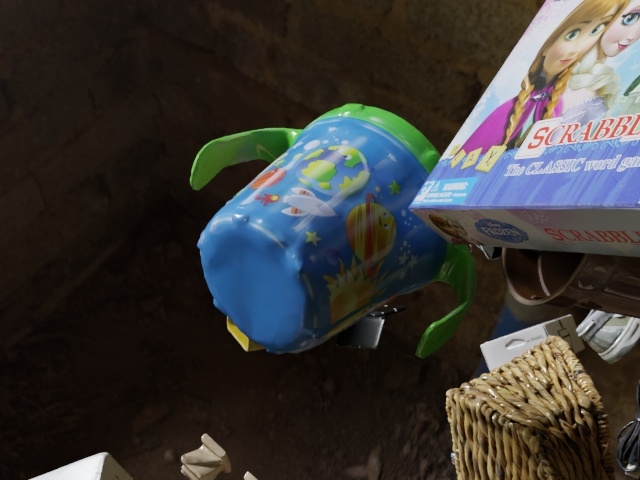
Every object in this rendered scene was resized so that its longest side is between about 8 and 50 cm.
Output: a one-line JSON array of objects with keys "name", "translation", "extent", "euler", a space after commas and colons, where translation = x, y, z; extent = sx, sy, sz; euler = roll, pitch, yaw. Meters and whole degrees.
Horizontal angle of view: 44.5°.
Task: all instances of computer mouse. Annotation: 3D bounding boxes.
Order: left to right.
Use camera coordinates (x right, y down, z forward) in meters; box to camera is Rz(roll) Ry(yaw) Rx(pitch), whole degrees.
[{"name": "computer mouse", "translation": [0.638, 0.319, 1.285], "extent": [0.272, 0.188, 0.072], "euler": [8, 17, -10]}]

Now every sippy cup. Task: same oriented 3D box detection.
[{"name": "sippy cup", "translation": [0.000, 0.000, 0.846], "extent": [0.306, 0.240, 0.224], "euler": [4, 30, 42]}]

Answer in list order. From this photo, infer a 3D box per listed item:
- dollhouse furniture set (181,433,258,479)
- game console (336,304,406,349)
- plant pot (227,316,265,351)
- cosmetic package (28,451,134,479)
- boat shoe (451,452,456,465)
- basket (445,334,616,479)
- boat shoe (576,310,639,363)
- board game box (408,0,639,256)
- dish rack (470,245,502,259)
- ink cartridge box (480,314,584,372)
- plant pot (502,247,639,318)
[{"name": "dollhouse furniture set", "translation": [-0.227, 0.699, 1.662], "extent": [0.394, 0.256, 0.362], "euler": [35, 64, 22]}, {"name": "game console", "translation": [0.104, 0.175, 1.599], "extent": [0.107, 0.071, 0.122], "euler": [-11, 5, -42]}, {"name": "plant pot", "translation": [-0.085, 0.106, 1.669], "extent": [0.187, 0.212, 0.212], "euler": [0, 7, -19]}, {"name": "cosmetic package", "translation": [-0.385, 0.612, 1.219], "extent": [0.328, 0.393, 0.329], "euler": [-23, 35, 9]}, {"name": "boat shoe", "translation": [0.368, 0.547, 1.818], "extent": [0.066, 0.066, 0.183], "euler": [10, 1, -33]}, {"name": "basket", "translation": [0.330, 0.314, 1.061], "extent": [0.223, 0.299, 0.213], "euler": [-20, 21, -28]}, {"name": "boat shoe", "translation": [0.591, 0.104, 1.546], "extent": [0.103, 0.118, 0.320], "euler": [37, 51, 2]}, {"name": "board game box", "translation": [0.247, -0.136, 0.648], "extent": [0.066, 0.319, 0.318], "euler": [38, 79, -18]}, {"name": "dish rack", "translation": [0.269, -0.051, 1.601], "extent": [0.272, 0.208, 0.074], "euler": [-7, 33, -20]}, {"name": "ink cartridge box", "translation": [0.453, 0.227, 1.662], "extent": [0.203, 0.148, 0.085], "euler": [-3, 71, -56]}, {"name": "plant pot", "translation": [0.302, 0.006, 0.806], "extent": [0.165, 0.167, 0.166], "euler": [16, 48, -16]}]
